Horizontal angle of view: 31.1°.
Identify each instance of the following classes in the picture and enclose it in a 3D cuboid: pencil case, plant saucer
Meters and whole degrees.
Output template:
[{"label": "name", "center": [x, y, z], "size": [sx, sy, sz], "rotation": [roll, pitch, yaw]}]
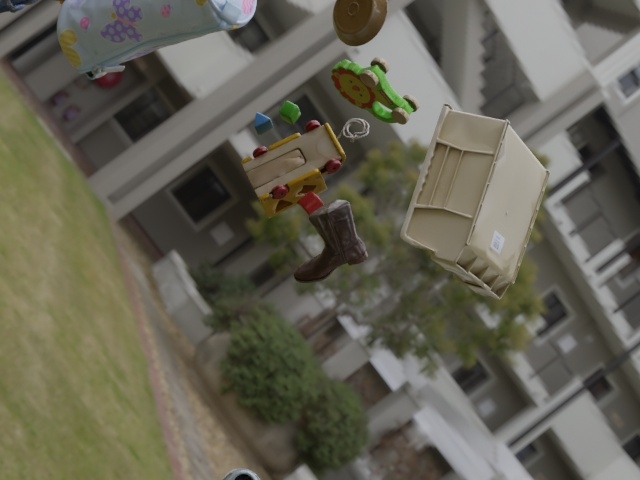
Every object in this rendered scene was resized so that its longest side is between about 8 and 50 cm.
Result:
[{"label": "pencil case", "center": [-0.216, -0.298, 1.495], "size": [0.113, 0.273, 0.124], "rotation": [45, 44, -41]}, {"label": "plant saucer", "center": [0.043, -0.274, 1.374], "size": [0.015, 0.083, 0.083], "rotation": [9, 33, -49]}]

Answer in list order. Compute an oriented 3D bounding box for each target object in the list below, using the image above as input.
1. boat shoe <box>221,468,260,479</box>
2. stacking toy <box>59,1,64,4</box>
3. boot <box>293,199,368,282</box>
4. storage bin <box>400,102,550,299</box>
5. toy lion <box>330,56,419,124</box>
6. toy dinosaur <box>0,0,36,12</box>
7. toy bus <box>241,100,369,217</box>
[{"label": "boat shoe", "center": [-0.108, 0.389, 1.401], "size": [0.081, 0.079, 0.227], "rotation": [106, -11, -72]}, {"label": "stacking toy", "center": [-0.433, -0.428, 1.666], "size": [0.302, 0.166, 0.175], "rotation": [40, -13, 13]}, {"label": "boot", "center": [0.000, 0.000, 1.467], "size": [0.114, 0.106, 0.037], "rotation": [63, 5, -51]}, {"label": "storage bin", "center": [0.270, -0.059, 1.987], "size": [0.123, 0.260, 0.262], "rotation": [15, -9, 30]}, {"label": "toy lion", "center": [0.061, -0.184, 1.430], "size": [0.100, 0.034, 0.096], "rotation": [48, -26, -21]}, {"label": "toy dinosaur", "center": [-0.290, -0.230, 1.117], "size": [0.090, 0.082, 0.047], "rotation": [22, 35, -50]}, {"label": "toy bus", "center": [-0.031, -0.122, 1.965], "size": [0.202, 0.191, 0.104], "rotation": [16, -21, 18]}]
